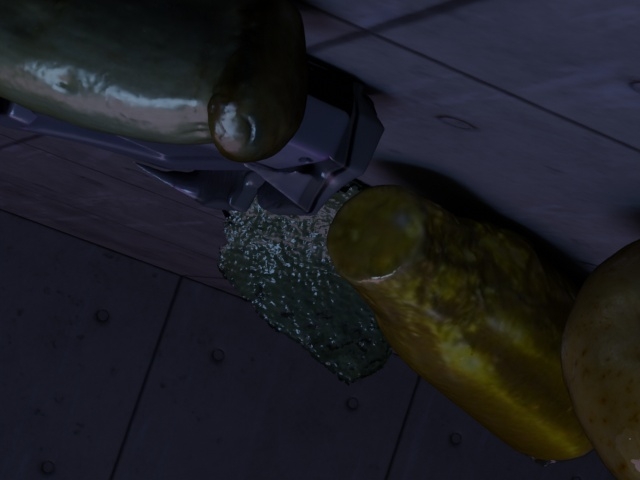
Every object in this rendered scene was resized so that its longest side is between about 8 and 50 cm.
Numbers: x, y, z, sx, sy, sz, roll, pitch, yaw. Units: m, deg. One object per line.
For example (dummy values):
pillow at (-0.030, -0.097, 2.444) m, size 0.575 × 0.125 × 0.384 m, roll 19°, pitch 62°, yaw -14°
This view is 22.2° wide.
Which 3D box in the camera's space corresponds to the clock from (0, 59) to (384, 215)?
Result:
clock at (-0.097, -0.084, 1.027) m, size 0.186 × 0.083 × 0.253 m, roll 23°, pitch 172°, yaw -26°

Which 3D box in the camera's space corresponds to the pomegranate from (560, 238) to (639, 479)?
pomegranate at (0.241, 0.079, 1.030) m, size 0.196 × 0.196 × 0.196 m, roll 18°, pitch 173°, yaw 2°

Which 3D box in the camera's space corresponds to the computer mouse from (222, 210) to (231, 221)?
computer mouse at (0.000, 0.000, 1.465) m, size 0.217 × 0.073 × 0.122 m, roll 16°, pitch 172°, yaw 13°

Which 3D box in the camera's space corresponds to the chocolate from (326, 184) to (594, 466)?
chocolate at (0.141, 0.059, 1.324) m, size 0.162 × 0.162 × 0.445 m, roll 15°, pitch 168°, yaw 30°

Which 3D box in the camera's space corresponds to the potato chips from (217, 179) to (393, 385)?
potato chips at (-0.008, 0.014, 1.364) m, size 0.167 × 0.228 × 0.059 m, roll -5°, pitch -149°, yaw 7°

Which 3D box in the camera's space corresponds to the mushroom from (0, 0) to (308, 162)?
mushroom at (-0.153, -0.118, 0.838) m, size 0.312 × 0.100 × 0.081 m, roll 18°, pitch 136°, yaw 7°
